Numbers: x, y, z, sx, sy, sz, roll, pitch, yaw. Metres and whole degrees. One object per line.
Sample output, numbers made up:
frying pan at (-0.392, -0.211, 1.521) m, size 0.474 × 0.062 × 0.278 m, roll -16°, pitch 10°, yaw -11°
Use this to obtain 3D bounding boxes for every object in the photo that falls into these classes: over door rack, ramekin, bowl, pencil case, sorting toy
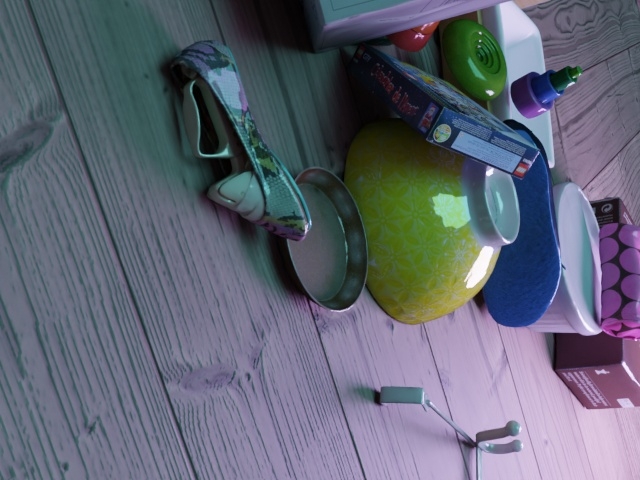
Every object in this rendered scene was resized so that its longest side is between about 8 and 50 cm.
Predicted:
over door rack at (0.191, 0.341, 1.082) m, size 0.324 × 0.108 × 0.240 m, roll 35°, pitch 51°, yaw -47°
ramekin at (0.406, 0.039, 1.491) m, size 0.273 × 0.127 × 0.273 m, roll 24°, pitch 61°, yaw -51°
bowl at (0.171, -0.040, 1.131) m, size 0.289 × 0.156 × 0.289 m, roll 26°, pitch 58°, yaw -51°
pencil case at (0.532, 0.074, 1.476) m, size 0.098 × 0.095 × 0.209 m, roll 64°, pitch 33°, yaw -51°
sorting toy at (0.239, -0.289, 1.185) m, size 0.365 × 0.126 × 0.127 m, roll 24°, pitch 56°, yaw -33°

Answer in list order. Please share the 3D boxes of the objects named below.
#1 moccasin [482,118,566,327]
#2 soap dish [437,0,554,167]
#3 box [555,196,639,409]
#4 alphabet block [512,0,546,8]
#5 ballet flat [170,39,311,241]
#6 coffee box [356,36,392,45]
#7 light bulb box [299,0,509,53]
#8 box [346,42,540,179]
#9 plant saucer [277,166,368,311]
moccasin at (0.312, -0.025, 1.302) m, size 0.117 × 0.137 × 0.342 m, roll -79°, pitch 168°, yaw -57°
soap dish at (0.294, -0.257, 1.424) m, size 0.229 × 0.118 × 0.291 m, roll 17°, pitch 66°, yaw -54°
box at (0.570, 0.126, 1.708) m, size 0.191 × 0.143 × 0.381 m, roll 46°, pitch 43°, yaw -40°
alphabet block at (0.381, -0.568, 1.582) m, size 0.197 × 0.193 × 0.192 m, roll 25°, pitch 58°, yaw -55°
ballet flat at (-0.088, -0.087, 0.837) m, size 0.079 × 0.077 × 0.221 m, roll -32°, pitch 103°, yaw -37°
coffee box at (0.057, -0.324, 1.152) m, size 0.184 × 0.040 × 0.113 m, roll -18°, pitch 94°, yaw -58°
light bulb box at (0.117, -0.440, 0.949) m, size 0.225 × 0.358 × 0.361 m, roll -125°, pitch -161°, yaw -84°
box at (0.148, -0.167, 1.069) m, size 0.159 × 0.044 × 0.233 m, roll 16°, pitch 22°, yaw -32°
plant saucer at (0.000, 0.000, 0.972) m, size 0.168 × 0.029 × 0.168 m, roll 22°, pitch 62°, yaw -52°
